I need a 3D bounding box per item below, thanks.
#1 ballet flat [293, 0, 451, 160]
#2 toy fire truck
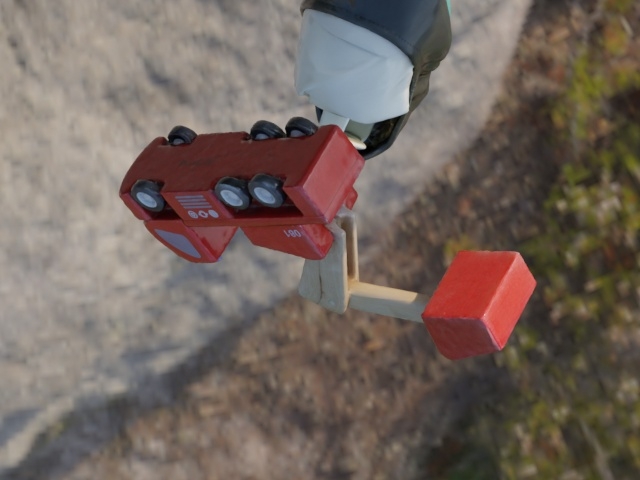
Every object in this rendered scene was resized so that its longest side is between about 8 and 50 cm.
[{"bbox_3d":[0.031,-0.112,1.257,0.095,0.096,0.280,22,168,10],"label":"ballet flat"},{"bbox_3d":[0.000,0.000,1.023,0.192,0.047,0.135,-1,137,43],"label":"toy fire truck"}]
